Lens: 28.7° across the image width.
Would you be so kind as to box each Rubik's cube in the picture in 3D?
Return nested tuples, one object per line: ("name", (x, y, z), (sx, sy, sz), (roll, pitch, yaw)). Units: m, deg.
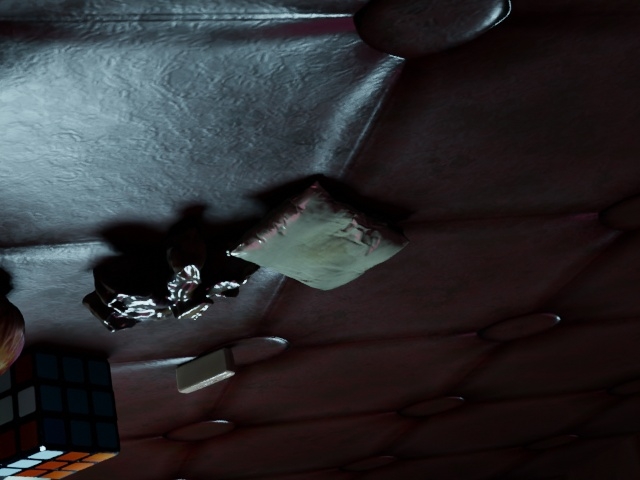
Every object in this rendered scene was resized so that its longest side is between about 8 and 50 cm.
("Rubik's cube", (-0.428, 0.274, 1.948), (0.163, 0.162, 0.160), (-25, 155, 34))

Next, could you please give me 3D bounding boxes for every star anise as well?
("star anise", (-0.189, 0.056, 1.611), (0.214, 0.099, 0.220), (-6, 160, -36))

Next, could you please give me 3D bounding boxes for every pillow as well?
("pillow", (0.000, 0.000, 1.598), (0.148, 0.050, 0.229), (-41, 145, 17))

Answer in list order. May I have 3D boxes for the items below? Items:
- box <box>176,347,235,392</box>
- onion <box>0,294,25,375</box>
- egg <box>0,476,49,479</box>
("box", (-0.190, 0.215, 2.064), (0.115, 0.048, 0.025), (-25, 150, 31))
("onion", (-0.492, 0.148, 1.614), (0.230, 0.163, 0.230), (-12, 167, -3))
("egg", (-0.632, 0.411, 2.136), (0.337, 0.201, 0.337), (-42, 170, -9))
